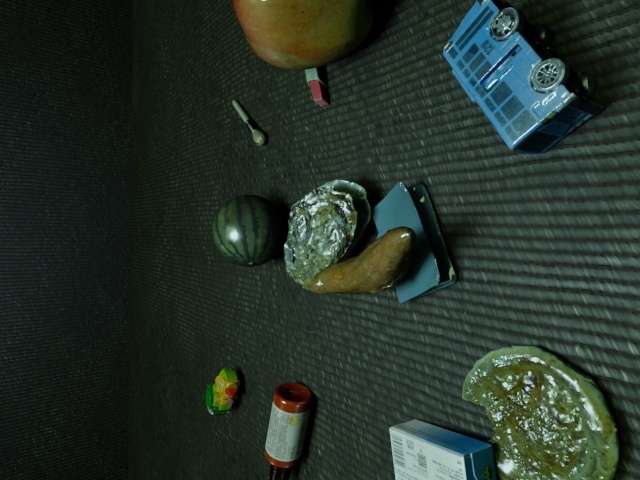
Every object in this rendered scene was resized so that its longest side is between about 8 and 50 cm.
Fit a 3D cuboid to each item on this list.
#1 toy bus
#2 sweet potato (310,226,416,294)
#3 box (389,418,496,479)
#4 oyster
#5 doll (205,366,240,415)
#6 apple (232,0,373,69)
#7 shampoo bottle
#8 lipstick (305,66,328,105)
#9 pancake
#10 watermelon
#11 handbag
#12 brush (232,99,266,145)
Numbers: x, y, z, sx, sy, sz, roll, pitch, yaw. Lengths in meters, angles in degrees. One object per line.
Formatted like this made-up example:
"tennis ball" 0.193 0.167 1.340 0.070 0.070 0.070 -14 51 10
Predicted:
"toy bus" 0.298 -0.256 0.642 0.133 0.116 0.233 -48 56 44
"sweet potato" 0.103 0.058 0.826 0.341 0.114 0.092 -35 40 55
"box" 0.217 0.420 0.749 0.194 0.073 0.139 -17 78 60
"oyster" 0.000 0.006 1.002 0.162 0.158 0.350 57 143 32
"doll" -0.339 0.521 1.450 0.186 0.107 0.134 -55 39 36
"apple" -0.022 -0.546 0.897 0.338 0.306 0.337 -1 -90 -84
"shampoo bottle" -0.094 0.538 1.141 0.104 0.105 0.277 25 109 49
"lipstick" -0.027 -0.499 1.102 0.051 0.051 0.311 -20 75 44
"pancake" 0.333 0.289 0.657 0.254 0.037 0.253 2 93 54
"watermelon" -0.206 -0.026 1.207 0.212 0.212 0.211 0 90 52
"handbag" 0.179 0.005 0.846 0.144 0.057 0.220 -42 59 51
"brush" -0.248 -0.400 1.393 0.299 0.039 0.042 54 130 38
